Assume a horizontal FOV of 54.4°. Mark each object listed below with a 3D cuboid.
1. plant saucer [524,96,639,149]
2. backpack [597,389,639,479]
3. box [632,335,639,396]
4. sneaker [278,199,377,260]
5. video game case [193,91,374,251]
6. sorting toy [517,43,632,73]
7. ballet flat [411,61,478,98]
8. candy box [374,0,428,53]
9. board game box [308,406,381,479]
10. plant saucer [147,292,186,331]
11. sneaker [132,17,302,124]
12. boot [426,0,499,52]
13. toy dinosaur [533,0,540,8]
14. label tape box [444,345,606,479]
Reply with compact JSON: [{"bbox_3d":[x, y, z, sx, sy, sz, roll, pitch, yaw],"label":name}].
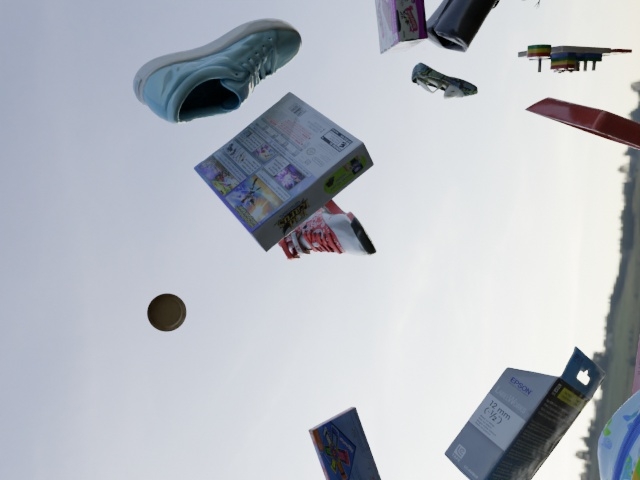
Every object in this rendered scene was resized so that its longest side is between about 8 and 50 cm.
[{"bbox_3d":[0.614,-0.245,1.336,0.258,0.259,0.047,13,-73,-18],"label":"plant saucer"},{"bbox_3d":[0.432,0.202,0.549,0.355,0.273,0.290,-32,-67,-32],"label":"backpack"},{"bbox_3d":[0.663,0.210,1.036,0.127,0.232,0.148,30,-118,-12],"label":"box"},{"bbox_3d":[0.000,0.001,1.201,0.145,0.270,0.090,-33,-64,-6],"label":"sneaker"},{"bbox_3d":[-0.076,-0.135,1.136,0.244,0.269,0.061,-39,-46,-6],"label":"video game case"},{"bbox_3d":[0.517,-0.378,1.313,0.274,0.132,0.046,-6,-78,-23],"label":"sorting toy"},{"bbox_3d":[0.333,-0.421,1.704,0.070,0.188,0.070,-58,-14,-25],"label":"ballet flat"},{"bbox_3d":[0.185,-0.536,1.472,0.233,0.071,0.159,-113,16,-80],"label":"candy box"},{"bbox_3d":[0.077,0.596,1.626,0.145,0.027,0.281,-19,-91,-32],"label":"board game box"},{"bbox_3d":[-0.332,0.155,1.350,0.015,0.083,0.083,177,96,-79],"label":"plant saucer"},{"bbox_3d":[-0.165,-0.310,1.209,0.366,0.150,0.135,-31,-28,-23],"label":"sneaker"},{"bbox_3d":[0.467,-0.703,1.604,0.146,0.367,0.445,37,-86,-13],"label":"boot"},{"bbox_3d":[0.576,-0.671,1.664,0.082,0.047,0.090,-25,-39,-14],"label":"toy dinosaur"},{"bbox_3d":[0.456,0.379,1.367,0.249,0.115,0.347,33,-88,-47],"label":"label tape box"}]
